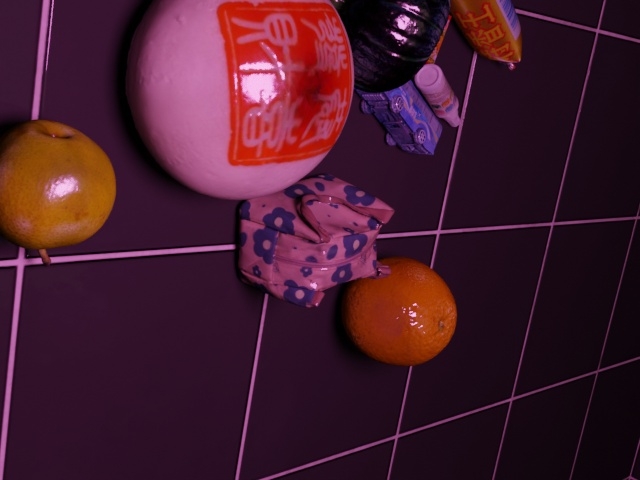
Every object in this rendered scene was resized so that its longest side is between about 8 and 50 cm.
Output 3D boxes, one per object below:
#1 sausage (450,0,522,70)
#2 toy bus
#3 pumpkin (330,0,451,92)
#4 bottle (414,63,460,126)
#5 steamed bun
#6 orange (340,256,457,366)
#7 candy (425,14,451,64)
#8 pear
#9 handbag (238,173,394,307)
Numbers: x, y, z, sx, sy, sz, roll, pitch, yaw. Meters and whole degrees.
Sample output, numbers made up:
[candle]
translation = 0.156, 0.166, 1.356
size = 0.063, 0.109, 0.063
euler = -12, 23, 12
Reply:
[sausage]
translation = 0.329, -0.448, 1.825
size = 0.117, 0.125, 0.317
euler = -61, 141, -14
[toy bus]
translation = 0.151, -0.253, 1.750
size = 0.236, 0.079, 0.094
euler = 45, 57, -47
[pumpkin]
translation = 0.086, -0.382, 1.529
size = 0.248, 0.248, 0.248
euler = -21, 121, -40
[bottle]
translation = 0.245, -0.282, 1.827
size = 0.060, 0.060, 0.217
euler = -63, 152, -6
[steamed bun]
translation = -0.096, -0.236, 1.367
size = 0.374, 0.241, 0.375
euler = -18, 119, -38
[orange]
translation = 0.153, 0.140, 1.798
size = 0.236, 0.236, 0.236
euler = -21, 121, -40
[candy]
translation = 0.207, -0.394, 1.771
size = 0.062, 0.038, 0.122
euler = 19, 92, -49
[pear]
translation = -0.373, -0.053, 1.221
size = 0.180, 0.166, 0.216
euler = -25, 146, -53
[handbag]
translation = 0.000, 0.000, 1.599
size = 0.251, 0.193, 0.190
euler = -19, 123, -40
